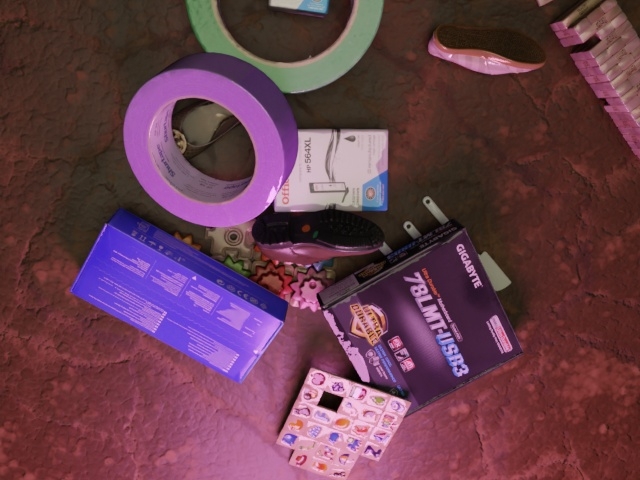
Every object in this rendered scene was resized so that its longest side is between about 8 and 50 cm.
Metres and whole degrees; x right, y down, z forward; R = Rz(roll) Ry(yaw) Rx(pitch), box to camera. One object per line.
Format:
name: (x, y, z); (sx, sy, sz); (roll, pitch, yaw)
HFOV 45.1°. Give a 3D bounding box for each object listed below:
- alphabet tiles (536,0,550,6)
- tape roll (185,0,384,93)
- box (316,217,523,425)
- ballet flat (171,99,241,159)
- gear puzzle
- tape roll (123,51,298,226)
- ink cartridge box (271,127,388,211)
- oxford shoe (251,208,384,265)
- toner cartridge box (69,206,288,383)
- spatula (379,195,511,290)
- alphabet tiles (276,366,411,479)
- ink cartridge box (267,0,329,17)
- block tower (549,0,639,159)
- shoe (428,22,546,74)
alphabet tiles: (0.397, -0.612, 1.368); (0.285, 0.011, 0.342); (-27, 101, -1)
tape roll: (-0.058, -0.402, 1.264); (0.321, 0.077, 0.321); (-1, 100, -3)
box: (0.186, 0.154, 1.420); (0.293, 0.073, 0.295); (-28, 112, 2)
ballet flat: (-0.178, -0.217, 1.354); (0.250, 0.058, 0.084); (-28, 100, 0)
gear puzzle: (-0.132, 0.033, 1.408); (0.339, 0.044, 0.175); (7, 99, -7)
tape roll: (-0.178, -0.162, 1.264); (0.275, 0.090, 0.274); (8, 122, 13)
ink cartridge box: (0.014, -0.127, 1.375); (0.203, 0.086, 0.148); (-2, 100, -6)
oxford shoe: (0.000, 0.000, 1.354); (0.227, 0.096, 0.082); (3, 57, 9)
toner cartridge box: (-0.248, 0.101, 1.370); (0.348, 0.075, 0.165); (31, 116, -10)
spatula: (0.228, 0.050, 1.460); (0.168, 0.019, 0.242); (-42, 101, 3)
alphabet tiles: (0.034, 0.358, 1.455); (0.198, 0.009, 0.237); (20, 118, -6)
ink cartridge box: (-0.029, -0.484, 1.322); (0.104, 0.060, 0.180); (7, 99, -5)
block tower: (0.557, -0.286, 1.399); (0.097, 0.091, 0.335); (-39, 100, 3)
shoe: (0.298, -0.342, 1.387); (0.219, 0.058, 0.076); (8, 68, -11)
